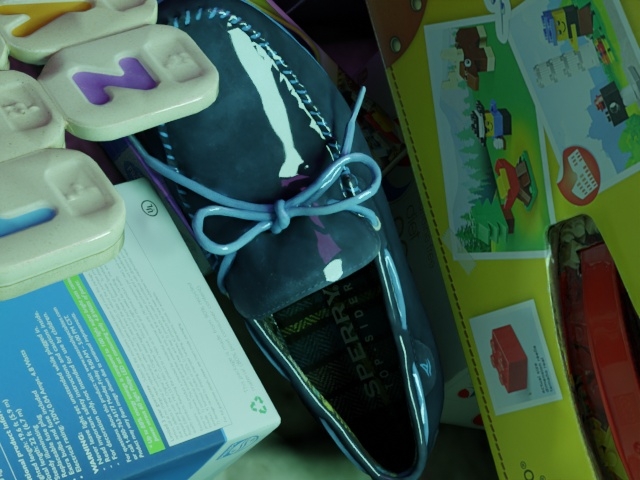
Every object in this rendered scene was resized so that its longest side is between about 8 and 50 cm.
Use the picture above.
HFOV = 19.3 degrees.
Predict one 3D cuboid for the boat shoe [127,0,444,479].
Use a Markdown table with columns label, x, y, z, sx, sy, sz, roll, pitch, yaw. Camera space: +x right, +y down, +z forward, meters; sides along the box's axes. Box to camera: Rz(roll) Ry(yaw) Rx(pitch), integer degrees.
| label | x | y | z | sx | sy | sz | roll | pitch | yaw |
| --- | --- | --- | --- | --- | --- | --- | --- | --- | --- |
| boat shoe | 0.000 | 0.000 | 0.864 | 0.258 | 0.109 | 0.089 | 55 | 9 | -24 |

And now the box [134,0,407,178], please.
| label | x | y | z | sx | sy | sz | roll | pitch | yaw |
| --- | --- | --- | --- | --- | --- | --- | --- | --- | --- |
| box | -0.057 | -0.088 | 0.968 | 0.207 | 0.036 | 0.114 | 44 | 44 | 0 |

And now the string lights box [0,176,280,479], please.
| label | x | y | z | sx | sy | sz | roll | pitch | yaw |
| --- | --- | --- | --- | --- | --- | --- | --- | --- | --- |
| string lights box | -0.156 | 0.068 | 0.783 | 0.260 | 0.077 | 0.133 | -16 | 71 | -43 |

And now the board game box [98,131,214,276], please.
| label | x | y | z | sx | sy | sz | roll | pitch | yaw |
| --- | --- | --- | --- | --- | --- | --- | --- | --- | --- |
| board game box | -0.056 | -0.034 | 0.972 | 0.090 | 0.020 | 0.090 | -28 | 80 | -45 |

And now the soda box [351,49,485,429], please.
| label | x | y | z | sx | sy | sz | roll | pitch | yaw |
| --- | --- | --- | --- | --- | --- | --- | --- | --- | --- |
| soda box | 0.074 | -0.010 | 1.019 | 0.074 | 0.069 | 0.216 | 12 | 54 | -31 |

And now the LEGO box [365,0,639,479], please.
| label | x | y | z | sx | sy | sz | roll | pitch | yaw |
| --- | --- | --- | --- | --- | --- | --- | --- | --- | --- |
| LEGO box | 0.271 | 0.050 | 0.948 | 0.372 | 0.193 | 0.500 | -10 | 83 | -40 |

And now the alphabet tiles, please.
| label | x | y | z | sx | sy | sz | roll | pitch | yaw |
| --- | --- | --- | --- | --- | --- | --- | --- | --- | --- |
| alphabet tiles | -0.198 | -0.064 | 0.775 | 0.278 | 0.021 | 0.284 | -20 | 48 | -23 |

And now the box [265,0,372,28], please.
| label | x | y | z | sx | sy | sz | roll | pitch | yaw |
| --- | --- | --- | --- | --- | --- | --- | --- | --- | --- |
| box | 0.009 | -0.208 | 1.066 | 0.156 | 0.093 | 0.158 | -6 | 63 | -58 |
